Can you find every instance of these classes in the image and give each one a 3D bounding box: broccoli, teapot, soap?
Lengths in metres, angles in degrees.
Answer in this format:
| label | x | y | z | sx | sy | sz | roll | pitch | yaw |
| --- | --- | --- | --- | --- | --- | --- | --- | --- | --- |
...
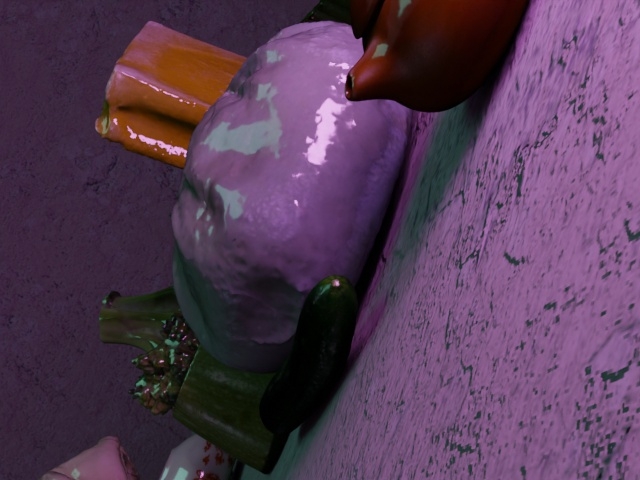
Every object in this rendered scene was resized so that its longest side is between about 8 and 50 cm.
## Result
| label | x | y | z | sx | sy | sz | roll | pitch | yaw |
| --- | --- | --- | --- | --- | --- | --- | --- | --- | --- |
| broccoli | -0.179 | 0.145 | 1.723 | 0.288 | 0.260 | 0.235 | 28 | -142 | -79 |
| teapot | 0.081 | -0.203 | 0.824 | 0.178 | 0.135 | 0.252 | 141 | 148 | -72 |
| soap | -0.091 | -0.144 | 1.381 | 0.199 | 0.315 | 0.091 | -76 | 8 | -61 |
| teapot | -0.163 | 0.326 | 1.585 | 0.245 | 0.116 | 0.159 | -67 | -10 | -50 |

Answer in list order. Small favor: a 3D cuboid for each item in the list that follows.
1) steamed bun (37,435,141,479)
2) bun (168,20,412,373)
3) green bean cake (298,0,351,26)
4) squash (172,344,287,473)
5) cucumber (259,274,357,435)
| label | x | y | z | sx | sy | sz | roll | pitch | yaw |
| --- | --- | --- | --- | --- | --- | --- | --- | --- | --- |
| steamed bun | -0.313 | 0.426 | 1.581 | 0.280 | 0.207 | 0.268 | 68 | 171 | -18 |
| bun | -0.038 | -0.047 | 1.125 | 0.354 | 0.194 | 0.354 | -161 | 90 | -87 |
| green bean cake | 0.007 | -0.222 | 1.569 | 0.214 | 0.113 | 0.200 | -51 | -9 | -51 |
| squash | -0.082 | 0.156 | 1.271 | 0.170 | 0.123 | 0.170 | 21 | -90 | -89 |
| cucumber | -0.012 | 0.111 | 1.013 | 0.284 | 0.056 | 0.056 | 112 | 175 | -56 |
